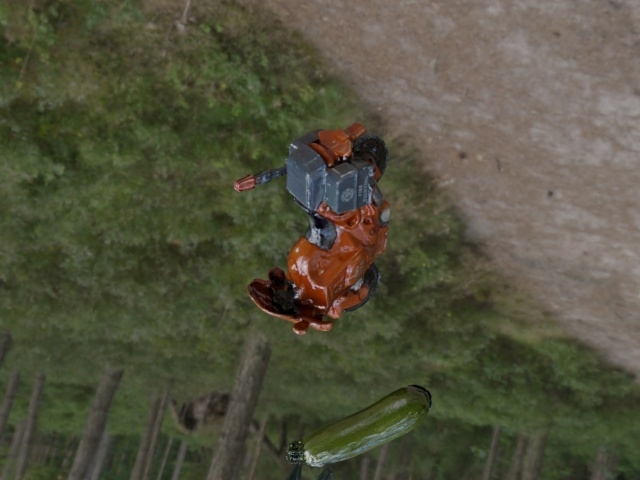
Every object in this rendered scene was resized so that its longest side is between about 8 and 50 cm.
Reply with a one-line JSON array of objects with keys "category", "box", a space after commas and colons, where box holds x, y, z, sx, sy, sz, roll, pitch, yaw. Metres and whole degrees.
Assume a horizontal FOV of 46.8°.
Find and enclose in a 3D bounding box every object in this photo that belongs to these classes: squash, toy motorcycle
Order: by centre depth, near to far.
[{"category": "squash", "box": [0.047, 0.220, 0.860, 0.183, 0.052, 0.052, -25, 170, 1]}, {"category": "toy motorcycle", "box": [0.000, 0.000, 1.030, 0.221, 0.326, 0.148, -23, -137, -27]}]

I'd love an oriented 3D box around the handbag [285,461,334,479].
[{"category": "handbag", "box": [-0.087, 0.486, 1.089, 0.089, 0.326, 0.238, 26, 153, 12]}]
